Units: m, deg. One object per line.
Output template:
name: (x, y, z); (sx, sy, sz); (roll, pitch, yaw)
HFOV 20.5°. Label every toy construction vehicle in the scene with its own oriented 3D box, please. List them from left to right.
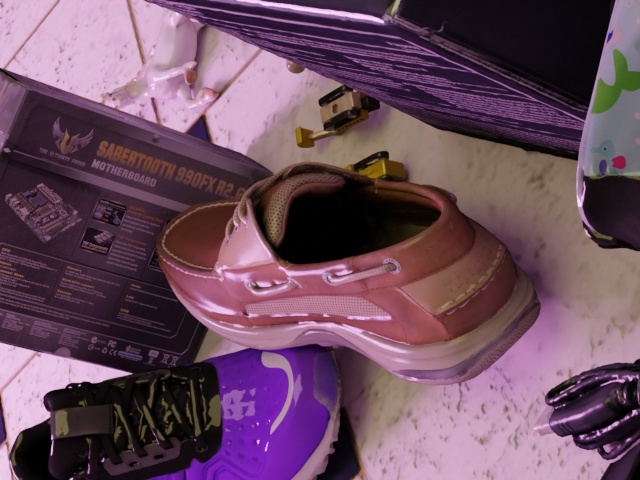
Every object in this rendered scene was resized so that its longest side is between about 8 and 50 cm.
toy construction vehicle: (0.020, -0.060, 1.251); (0.098, 0.035, 0.086); (-29, 65, 44)

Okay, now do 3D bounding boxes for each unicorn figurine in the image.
unicorn figurine: (-0.123, -0.150, 1.450); (0.111, 0.060, 0.162); (14, 71, 53)

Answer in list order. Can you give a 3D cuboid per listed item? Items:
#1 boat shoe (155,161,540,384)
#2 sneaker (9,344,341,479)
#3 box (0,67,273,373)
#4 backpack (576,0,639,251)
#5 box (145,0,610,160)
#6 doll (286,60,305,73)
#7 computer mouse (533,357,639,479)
boat shoe: (0.000, 0.000, 1.148); (0.324, 0.116, 0.123); (7, 46, 46)
sneaker: (-0.115, 0.137, 1.238); (0.293, 0.146, 0.102); (-27, 55, 43)
box: (-0.167, -0.005, 1.292); (0.056, 0.231, 0.183); (31, 101, 49)
backpack: (0.234, -0.116, 0.815); (0.191, 0.225, 0.253); (7, 96, 38)
box: (0.083, -0.167, 0.999); (0.296, 0.294, 0.183); (18, 89, 52)
doll: (0.011, -0.179, 1.295); (0.189, 0.046, 0.129); (35, 102, 51)
computer mouse: (0.159, 0.184, 0.917); (0.188, 0.072, 0.272); (-25, 58, 61)
